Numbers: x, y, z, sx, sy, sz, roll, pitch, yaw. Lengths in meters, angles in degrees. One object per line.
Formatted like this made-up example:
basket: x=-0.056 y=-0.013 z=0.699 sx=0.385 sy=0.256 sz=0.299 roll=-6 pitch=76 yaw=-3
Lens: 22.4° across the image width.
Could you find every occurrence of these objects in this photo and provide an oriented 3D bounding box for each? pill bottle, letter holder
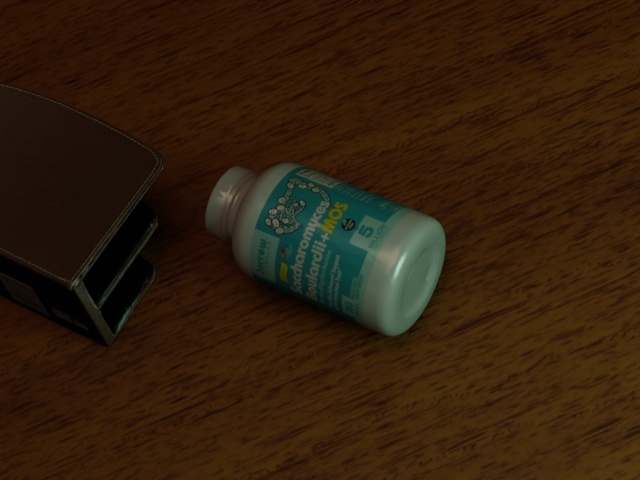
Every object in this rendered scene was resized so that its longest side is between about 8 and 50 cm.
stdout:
pill bottle: x=0.000 y=0.000 z=1.866 sx=0.264 sy=0.146 sz=0.146 roll=22 pitch=68 yaw=23
letter holder: x=-0.339 y=-0.045 z=1.965 sx=0.302 sy=0.152 sz=0.214 roll=23 pitch=66 yaw=23
